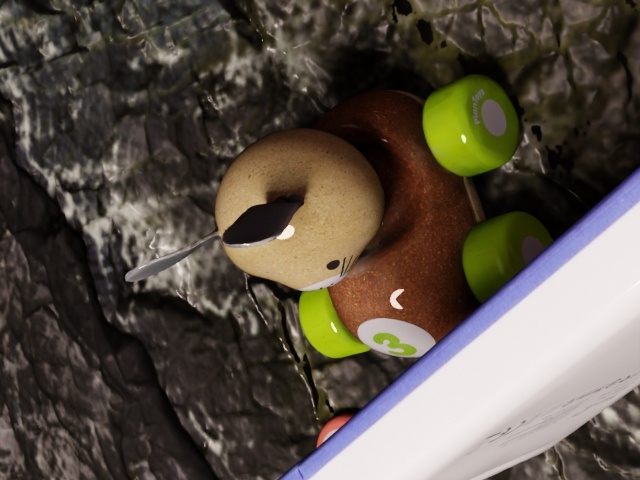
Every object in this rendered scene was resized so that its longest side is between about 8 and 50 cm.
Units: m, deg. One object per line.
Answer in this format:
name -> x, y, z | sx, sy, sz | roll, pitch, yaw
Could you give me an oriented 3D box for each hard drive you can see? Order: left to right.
hard drive -> 0.138, 0.019, 0.561 | 0.319, 0.210, 0.040 | -46, 68, 38

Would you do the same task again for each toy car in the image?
toy car -> 0.000, 0.000, 0.699 | 0.155, 0.188, 0.149 | -19, 85, 43

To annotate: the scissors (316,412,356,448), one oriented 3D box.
scissors -> 0.042, 0.243, 0.824 | 0.109, 0.021, 0.297 | 6, 101, 40
